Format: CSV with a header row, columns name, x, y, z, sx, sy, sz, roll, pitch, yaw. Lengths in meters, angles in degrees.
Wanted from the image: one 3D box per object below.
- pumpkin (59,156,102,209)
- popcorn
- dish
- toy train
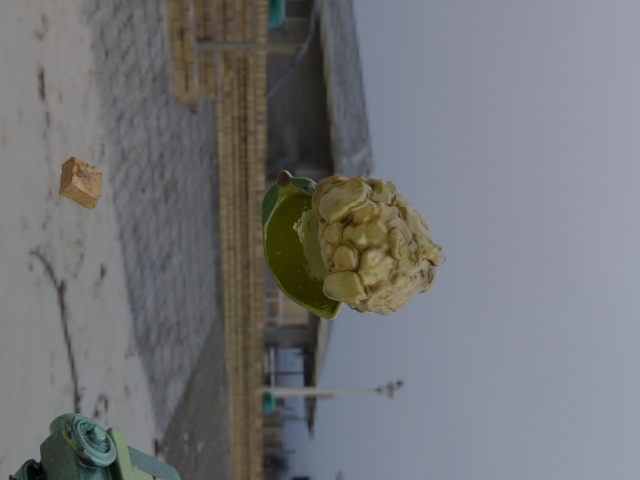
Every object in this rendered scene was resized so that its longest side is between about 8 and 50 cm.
name,x,y,z,sx,sy,sz,roll,pitch,yaw
pumpkin,-0.439,-0.101,1.891,0.074,0.054,0.083,33,35,-37
popcorn,0.069,0.010,1.224,0.163,0.140,0.194,-101,165,-48
dish,0.000,0.000,1.392,0.080,0.148,0.208,-19,94,-55
toy train,-0.300,0.428,1.502,0.253,0.160,0.397,36,18,-39
